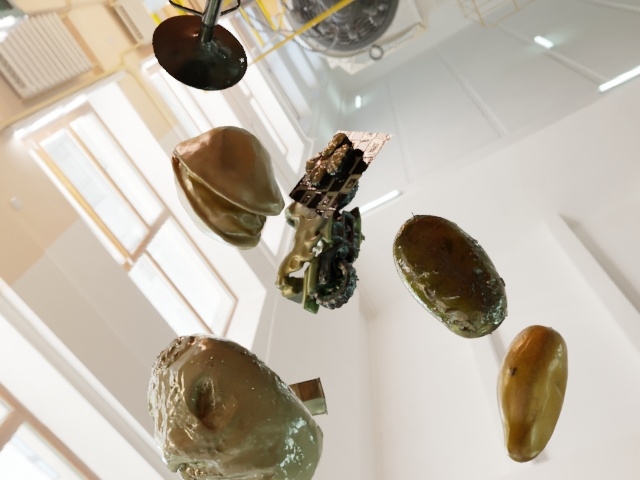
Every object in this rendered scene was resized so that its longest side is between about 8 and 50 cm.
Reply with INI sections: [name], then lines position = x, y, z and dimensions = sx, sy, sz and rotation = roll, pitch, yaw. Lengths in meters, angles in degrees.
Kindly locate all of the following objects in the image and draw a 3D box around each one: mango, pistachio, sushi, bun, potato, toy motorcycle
[mango]
position = 0.400, 0.288, 1.069
dimensions = 0.109, 0.157, 0.262
rotation = 11, -103, 47
[pistachio]
position = -0.201, -0.120, 1.198
dimensions = 0.229, 0.238, 0.321
rotation = -56, -135, 23
[sushi]
position = 0.015, -0.146, 1.052
dimensions = 0.193, 0.040, 0.210
rotation = -53, -151, -4
[bun]
position = -0.169, 0.333, 1.001
dimensions = 0.362, 0.326, 0.234
rotation = 33, -114, 24
[potato]
position = 0.211, 0.051, 0.931
dimensions = 0.149, 0.113, 0.251
rotation = -22, -117, -10
[toy motorcycle]
position = 0.000, 0.000, 1.445
dimensions = 0.237, 0.169, 0.410
rotation = -26, -132, 36

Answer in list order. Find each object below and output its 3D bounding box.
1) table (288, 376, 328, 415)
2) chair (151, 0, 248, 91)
[table]
position = -0.031, 0.396, 1.386
dimensions = 0.083, 0.062, 0.079
rotation = -11, -152, -7
[chair]
position = -0.201, -0.514, 1.121
dimensions = 0.226, 0.226, 0.401
rotation = -48, -179, -34
